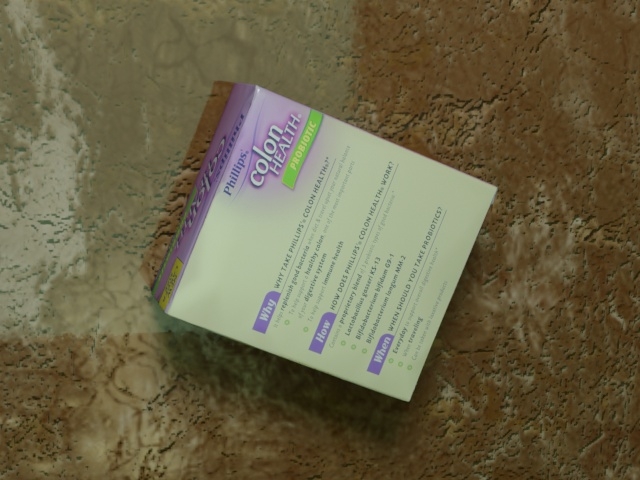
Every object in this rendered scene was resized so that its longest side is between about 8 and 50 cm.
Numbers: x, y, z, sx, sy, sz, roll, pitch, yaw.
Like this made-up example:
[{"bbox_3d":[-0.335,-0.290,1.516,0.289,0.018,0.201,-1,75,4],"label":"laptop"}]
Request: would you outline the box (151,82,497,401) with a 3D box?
[{"bbox_3d":[0.000,0.000,1.173,0.243,0.117,0.213,21,93,-17],"label":"box"}]
